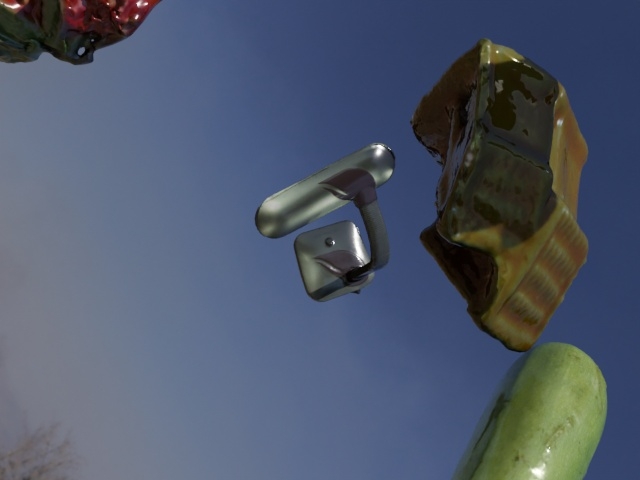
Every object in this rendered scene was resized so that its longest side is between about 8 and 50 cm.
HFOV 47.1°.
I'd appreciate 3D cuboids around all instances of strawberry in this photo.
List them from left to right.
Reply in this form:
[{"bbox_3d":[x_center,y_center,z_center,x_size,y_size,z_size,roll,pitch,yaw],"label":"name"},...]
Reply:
[{"bbox_3d":[-0.140,-0.168,0.404,0.085,0.192,0.140,60,5,-47],"label":"strawberry"}]

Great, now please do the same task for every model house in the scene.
[{"bbox_3d":[0.161,-0.024,0.719,0.174,0.268,0.239,-4,-113,34],"label":"model house"}]

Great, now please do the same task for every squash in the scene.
[{"bbox_3d":[0.198,0.231,0.731,0.118,0.370,0.118,18,-52,25],"label":"squash"}]

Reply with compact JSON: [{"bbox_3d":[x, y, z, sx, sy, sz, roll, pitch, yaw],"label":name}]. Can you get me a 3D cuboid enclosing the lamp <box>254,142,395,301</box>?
[{"bbox_3d":[0.003,0.005,1.034,0.283,0.203,0.124,109,-39,-65],"label":"lamp"}]
